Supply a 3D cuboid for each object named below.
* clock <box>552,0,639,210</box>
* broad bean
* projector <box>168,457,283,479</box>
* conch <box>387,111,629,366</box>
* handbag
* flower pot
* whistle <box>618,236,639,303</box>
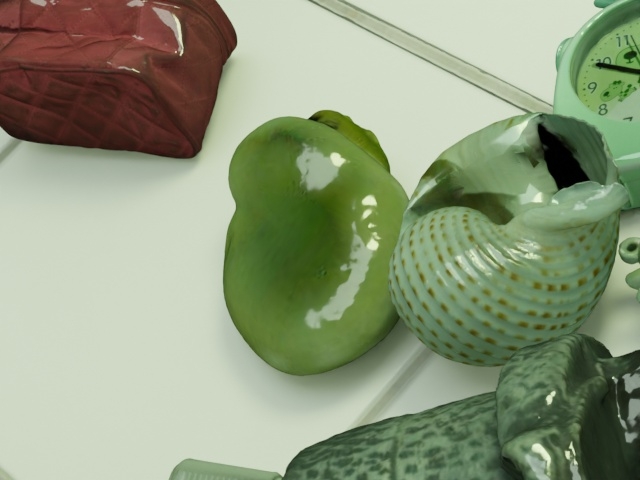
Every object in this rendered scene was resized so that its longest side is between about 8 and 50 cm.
[{"bbox_3d":[0.260,-0.126,1.504,0.159,0.066,0.211,-10,52,19],"label":"clock"},{"bbox_3d":[0.000,0.000,1.525,0.169,0.100,0.228,-9,64,30],"label":"broad bean"},{"bbox_3d":[-0.059,0.295,1.264,0.099,0.192,0.257,6,59,24],"label":"projector"},{"bbox_3d":[0.147,0.010,1.413,0.200,0.131,0.172,-14,36,26],"label":"conch"},{"bbox_3d":[-0.189,-0.160,1.701,0.225,0.146,0.135,5,64,29],"label":"handbag"},{"bbox_3d":[0.138,0.198,1.167,0.283,0.299,0.299,-18,50,18],"label":"flower pot"},{"bbox_3d":[0.320,0.012,1.352,0.244,0.092,0.110,5,48,30],"label":"whistle"}]
